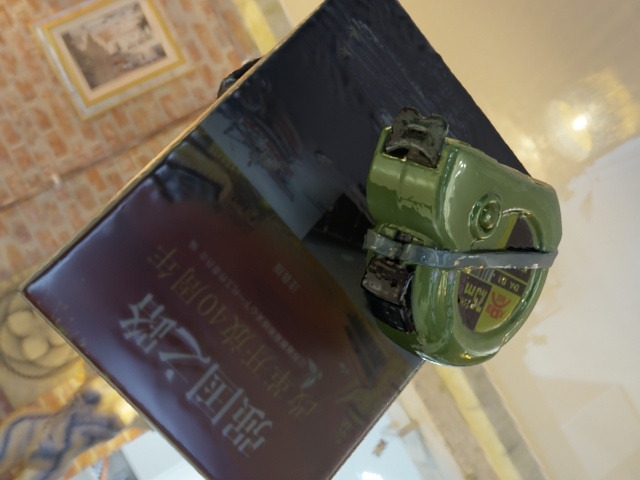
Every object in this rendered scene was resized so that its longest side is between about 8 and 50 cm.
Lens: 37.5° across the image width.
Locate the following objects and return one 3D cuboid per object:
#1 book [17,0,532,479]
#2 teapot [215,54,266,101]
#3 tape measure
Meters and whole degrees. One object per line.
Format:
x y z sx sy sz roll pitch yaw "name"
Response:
0.000 0.000 0.716 0.262 0.374 0.028 49 -23 -17 "book"
0.028 -0.060 0.915 0.223 0.305 0.285 116 -29 -60 "teapot"
0.095 0.008 0.644 0.087 0.177 0.154 22 -85 45 "tape measure"
